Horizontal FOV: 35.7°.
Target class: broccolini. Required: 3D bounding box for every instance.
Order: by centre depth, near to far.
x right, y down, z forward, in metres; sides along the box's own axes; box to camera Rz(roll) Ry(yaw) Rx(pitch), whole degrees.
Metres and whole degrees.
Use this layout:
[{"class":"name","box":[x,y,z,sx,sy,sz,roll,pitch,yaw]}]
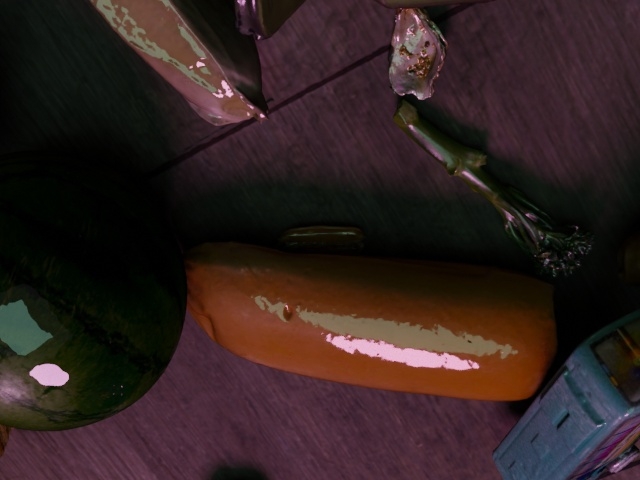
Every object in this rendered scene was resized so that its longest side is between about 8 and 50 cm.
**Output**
[{"class":"broccolini","box":[0.144,-0.041,0.871,0.216,0.067,0.058,37,73,-11]}]

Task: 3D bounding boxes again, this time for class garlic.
[{"class":"garlic","box":[-0.115,-0.175,0.808,0.087,0.101,0.195,-33,111,22]}]

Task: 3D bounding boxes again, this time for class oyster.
[{"class":"oyster","box":[0.083,-0.165,0.835,0.051,0.034,0.093,19,127,14]}]

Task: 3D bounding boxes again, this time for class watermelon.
[{"class":"watermelon","box":[-0.232,0.041,0.838,0.242,0.242,0.242,2,114,4]}]

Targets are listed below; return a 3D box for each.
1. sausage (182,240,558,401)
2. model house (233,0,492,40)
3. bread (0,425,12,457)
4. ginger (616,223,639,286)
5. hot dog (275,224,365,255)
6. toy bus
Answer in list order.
[{"class":"sausage","box":[0.032,0.072,0.901,0.354,0.116,0.134,6,146,5]},{"class":"model house","box":[0.096,-0.243,0.681,0.278,0.218,0.205,7,116,9]},{"class":"bread","box":[-0.436,0.139,0.972,0.234,0.110,0.184,-1,113,6]},{"class":"ginger","box":[0.406,0.009,0.819,0.274,0.152,0.357,18,113,-3]},{"class":"hot dog","box":[0.000,0.000,0.922,0.083,0.021,0.037,0,135,2]},{"class":"toy bus","box":[0.237,0.154,0.866,0.109,0.091,0.262,-22,152,-22]}]
